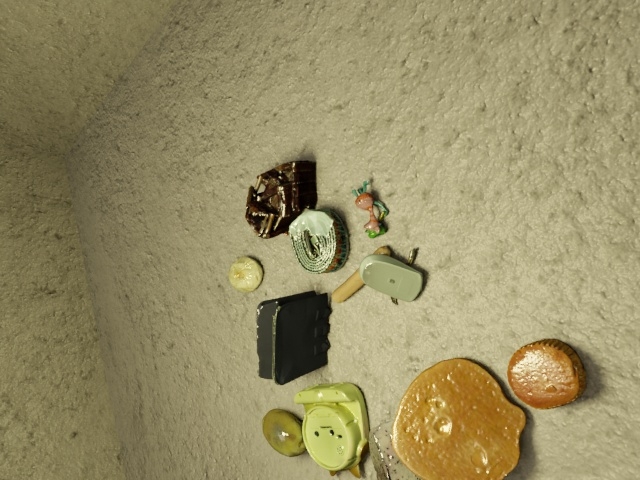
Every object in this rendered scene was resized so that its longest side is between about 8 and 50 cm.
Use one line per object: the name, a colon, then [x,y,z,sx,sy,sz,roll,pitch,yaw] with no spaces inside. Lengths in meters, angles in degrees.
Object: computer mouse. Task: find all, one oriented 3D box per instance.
computer mouse: [0.244,0.125,1.576,0.230,0.079,0.128,23,117,10]

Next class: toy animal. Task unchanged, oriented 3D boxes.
toy animal: [0.185,-0.116,1.658,0.103,0.100,0.209,-19,71,-3]

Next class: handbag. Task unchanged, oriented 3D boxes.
handbag: [-0.094,0.359,1.725,0.121,0.329,0.304,6,99,41]

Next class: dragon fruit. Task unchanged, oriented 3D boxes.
dragon fruit: [0.295,0.739,1.489,0.204,0.220,0.283,84,166,-56]

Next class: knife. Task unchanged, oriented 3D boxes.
knife: [0.288,0.123,1.602,0.045,0.021,0.222,27,110,30]

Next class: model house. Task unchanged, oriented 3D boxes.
model house: [-0.167,-0.212,1.817,0.297,0.317,0.283,44,120,16]

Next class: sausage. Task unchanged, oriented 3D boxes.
sausage: [0.153,0.130,1.688,0.301,0.065,0.066,-49,61,30]

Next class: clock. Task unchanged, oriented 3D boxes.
clock: [0.050,0.730,1.732,0.286,0.117,0.349,-19,78,38]

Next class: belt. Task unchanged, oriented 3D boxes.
belt: [0.000,0.000,1.758,0.206,0.150,0.258,-18,79,29]

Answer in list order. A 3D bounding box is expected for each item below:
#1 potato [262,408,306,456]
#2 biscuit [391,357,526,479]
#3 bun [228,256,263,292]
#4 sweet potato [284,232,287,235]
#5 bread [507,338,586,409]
potato: [-0.152,0.779,1.862,0.251,0.159,0.175,9,122,51]
biscuit: [0.415,0.569,1.386,0.385,0.062,0.365,-47,64,-3]
bun: [-0.347,0.156,2.064,0.188,0.111,0.164,5,90,42]
sweet potato: [-0.165,-0.057,1.967,0.034,0.034,0.095,-36,67,33]
bread: [0.629,0.376,1.270,0.199,0.104,0.200,-2,86,40]
